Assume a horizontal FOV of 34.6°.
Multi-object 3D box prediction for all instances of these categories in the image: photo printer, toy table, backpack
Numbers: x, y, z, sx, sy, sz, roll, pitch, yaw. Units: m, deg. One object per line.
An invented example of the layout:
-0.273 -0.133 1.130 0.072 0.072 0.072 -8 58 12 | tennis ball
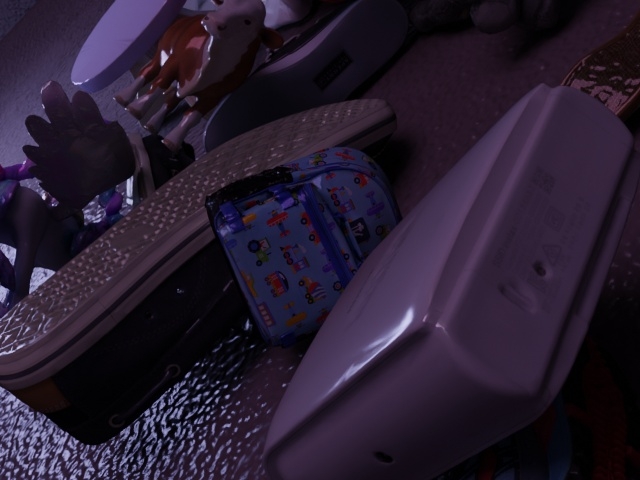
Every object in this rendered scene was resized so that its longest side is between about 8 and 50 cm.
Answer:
0.079 0.059 0.741 0.256 0.107 0.307 -58 5 -37 | photo printer
-0.236 -0.300 1.587 0.274 0.161 0.252 -34 40 26 | toy table
0.000 0.000 0.940 0.173 0.158 0.117 -22 13 -8 | backpack

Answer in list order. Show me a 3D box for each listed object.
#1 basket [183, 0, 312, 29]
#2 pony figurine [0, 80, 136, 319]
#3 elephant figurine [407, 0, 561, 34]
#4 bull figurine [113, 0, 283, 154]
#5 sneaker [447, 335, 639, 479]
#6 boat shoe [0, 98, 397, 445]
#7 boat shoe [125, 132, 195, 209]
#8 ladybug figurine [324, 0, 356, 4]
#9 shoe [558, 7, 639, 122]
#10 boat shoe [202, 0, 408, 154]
-0.156 -0.531 1.661 0.328 0.331 0.266 -2 46 48 | basket
-0.359 -0.030 1.227 0.303 0.351 0.363 11 75 15 | pony figurine
0.195 -0.327 1.180 0.186 0.169 0.239 -9 17 0 | elephant figurine
-0.149 -0.207 1.226 0.188 0.101 0.310 -48 16 -2 | bull figurine
0.136 0.183 0.649 0.125 0.104 0.262 -37 21 38 | sneaker
-0.105 0.017 1.071 0.500 0.156 0.187 -41 26 -22 | boat shoe
-0.181 -0.055 1.293 0.113 0.127 0.340 1 16 -15 | boat shoe
-0.004 -0.418 1.379 0.162 0.305 0.449 -68 -13 18 | ladybug figurine
0.291 -0.161 0.941 0.219 0.058 0.076 -49 50 -5 | shoe
-0.029 -0.206 1.307 0.306 0.113 0.105 -45 23 -3 | boat shoe
